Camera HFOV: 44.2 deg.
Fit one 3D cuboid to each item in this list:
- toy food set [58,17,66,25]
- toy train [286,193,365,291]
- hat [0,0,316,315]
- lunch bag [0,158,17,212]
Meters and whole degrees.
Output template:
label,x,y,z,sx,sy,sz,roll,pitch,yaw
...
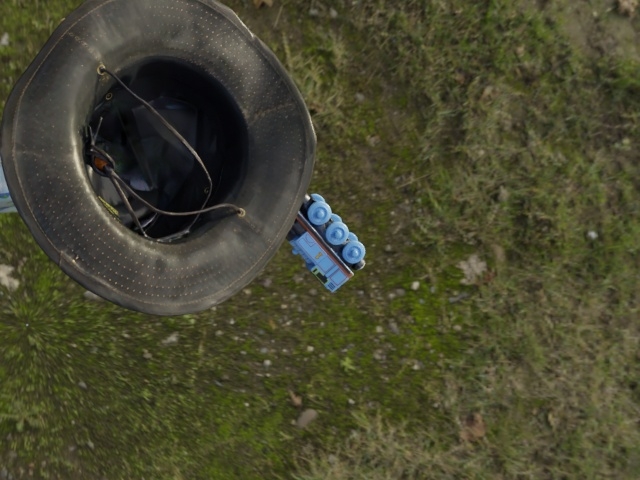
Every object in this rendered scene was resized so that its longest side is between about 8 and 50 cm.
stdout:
label,x,y,z,sx,sy,sz,roll,pitch,yaw
toy food set,-0.394,-0.333,1.311,0.020,0.083,0.083,-65,149,-30
toy train,0.000,0.000,1.405,0.105,0.080,0.184,-41,111,3
hat,-0.168,-0.084,0.803,0.331,0.134,0.332,7,78,-33
lunch bag,-0.438,-0.093,1.184,0.176,0.219,0.090,-5,88,-41
